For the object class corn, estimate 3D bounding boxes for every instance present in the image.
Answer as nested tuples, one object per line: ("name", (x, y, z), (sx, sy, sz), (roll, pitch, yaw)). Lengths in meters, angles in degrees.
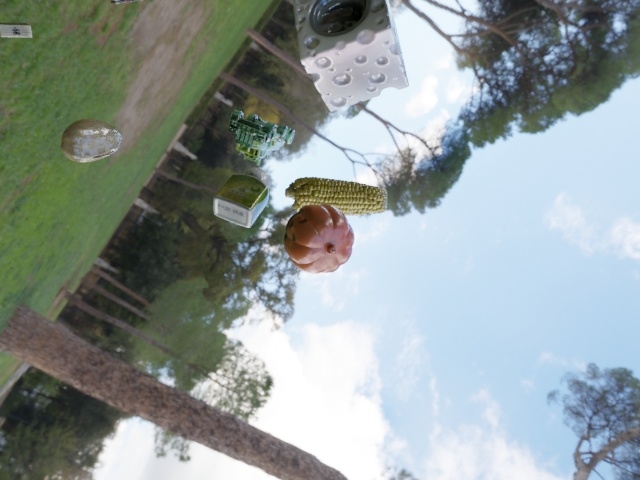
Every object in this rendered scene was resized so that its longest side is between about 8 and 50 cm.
("corn", (0.053, -0.143, 1.652), (0.130, 0.346, 0.130), (-174, -90, -87))

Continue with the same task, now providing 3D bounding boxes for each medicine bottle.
("medicine bottle", (-0.234, -0.142, 1.539), (0.088, 0.132, 0.188), (100, 13, -45))

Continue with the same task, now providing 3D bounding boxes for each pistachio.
("pistachio", (-0.562, -0.243, 1.204), (0.149, 0.113, 0.113), (-22, 169, -41))

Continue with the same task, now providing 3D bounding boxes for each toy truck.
("toy truck", (-0.171, -0.277, 1.378), (0.259, 0.128, 0.135), (-39, 150, -80))

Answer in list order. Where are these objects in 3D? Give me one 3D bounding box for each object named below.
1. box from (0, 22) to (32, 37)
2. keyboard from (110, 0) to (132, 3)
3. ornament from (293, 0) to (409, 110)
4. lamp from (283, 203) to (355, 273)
("box", (-0.872, -0.600, 1.405), (0.083, 0.079, 0.035), (35, -50, 46))
("keyboard", (-0.367, -0.529, 1.063), (0.165, 0.017, 0.055), (-24, -152, -27))
("ornament", (0.085, -0.543, 1.337), (0.239, 0.240, 0.239), (-13, -113, 17))
("lamp", (0.000, 0.000, 1.290), (0.188, 0.187, 0.164), (-56, -148, 5))
